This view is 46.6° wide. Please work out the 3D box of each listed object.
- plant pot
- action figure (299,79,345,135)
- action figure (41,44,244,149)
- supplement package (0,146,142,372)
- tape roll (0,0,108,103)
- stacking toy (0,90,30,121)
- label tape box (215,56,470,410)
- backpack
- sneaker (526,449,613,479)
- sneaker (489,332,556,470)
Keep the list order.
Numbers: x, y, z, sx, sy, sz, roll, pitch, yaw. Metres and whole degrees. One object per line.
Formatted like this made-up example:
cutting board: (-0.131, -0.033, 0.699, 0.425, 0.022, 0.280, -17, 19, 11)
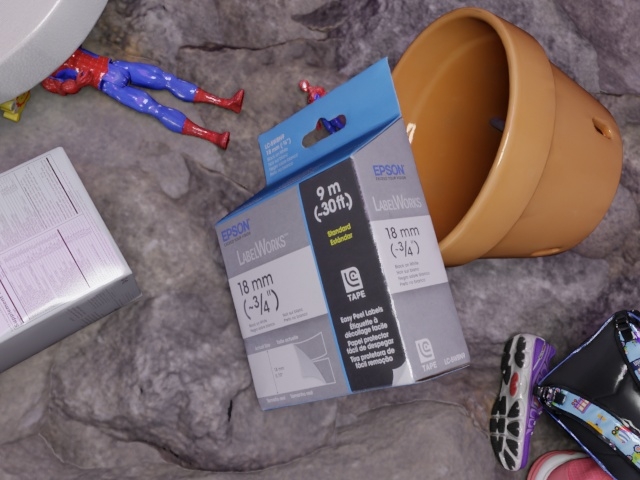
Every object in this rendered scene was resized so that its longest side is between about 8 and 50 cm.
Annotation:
plant pot: (0.204, -0.097, 0.870, 0.204, 0.291, 0.290, 13, 77, -26)
action figure: (0.009, -0.158, 0.951, 0.030, 0.038, 0.115, -32, 87, -31)
action figure: (-0.232, -0.201, 0.869, 0.281, 0.139, 0.091, 18, 75, -4)
supplement package: (-0.315, 0.034, 0.775, 0.203, 0.194, 0.149, -29, 85, -15)
tape roll: (-0.405, -0.326, 0.797, 0.392, 0.072, 0.391, -2, 81, 9)
stacking toy: (-0.455, -0.119, 0.851, 0.167, 0.052, 0.221, 20, 77, -6)
label tape box: (0.000, 0.000, 0.810, 0.106, 0.241, 0.333, -7, 79, -44)
backpack: (0.354, 0.185, 0.828, 0.158, 0.117, 0.173, -47, 64, 12)
sneaker: (0.417, 0.304, 0.890, 0.314, 0.136, 0.115, -4, 81, -11)
sneaker: (0.261, 0.201, 0.918, 0.071, 0.068, 0.169, 18, 77, -13)
